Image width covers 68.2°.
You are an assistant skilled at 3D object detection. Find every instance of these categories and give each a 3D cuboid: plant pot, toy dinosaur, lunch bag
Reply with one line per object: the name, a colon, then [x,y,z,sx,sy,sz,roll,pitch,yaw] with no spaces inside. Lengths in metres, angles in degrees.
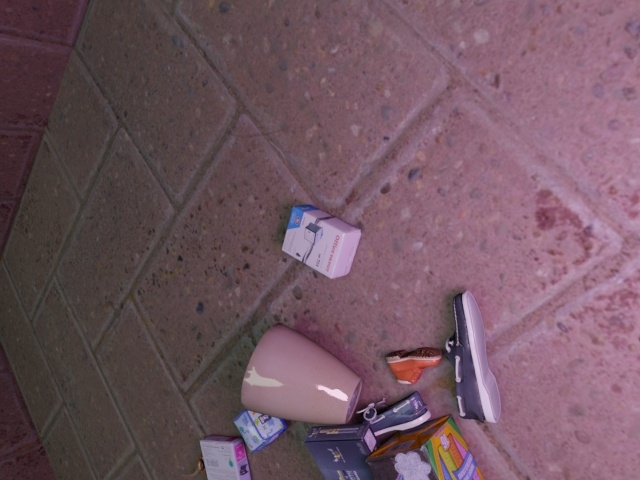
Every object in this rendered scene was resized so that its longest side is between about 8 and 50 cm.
plant pot: [-0.034,0.394,1.305,0.274,0.256,0.256,17,107,18]
toy dinosaur: [-0.451,0.849,1.793,0.112,0.064,0.211,38,109,48]
lunch bag: [-0.188,0.588,1.527,0.151,0.096,0.128,-44,66,18]

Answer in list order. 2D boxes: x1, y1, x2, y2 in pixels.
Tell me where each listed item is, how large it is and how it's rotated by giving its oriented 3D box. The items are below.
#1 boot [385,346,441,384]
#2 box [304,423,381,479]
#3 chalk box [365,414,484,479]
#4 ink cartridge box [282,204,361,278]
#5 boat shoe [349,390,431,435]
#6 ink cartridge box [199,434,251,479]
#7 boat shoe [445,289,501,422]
boot: [0.242,0.315,1.178,0.158,0.059,0.084,-22,86,46]
box: [0.087,0.588,1.232,0.184,0.059,0.232,-17,106,33]
chalk box: [0.274,0.600,1.114,0.180,0.179,0.288,-32,77,35]
ink cartridge box: [0.000,0.000,1.304,0.191,0.082,0.139,28,113,33]
boat shoe: [0.161,0.459,1.232,0.255,0.095,0.079,-31,78,35]
ink cartridge box: [-0.323,0.858,1.684,0.186,0.065,0.310,-15,84,38]
boat shoe: [0.327,0.264,1.065,0.091,0.114,0.302,-11,89,33]
